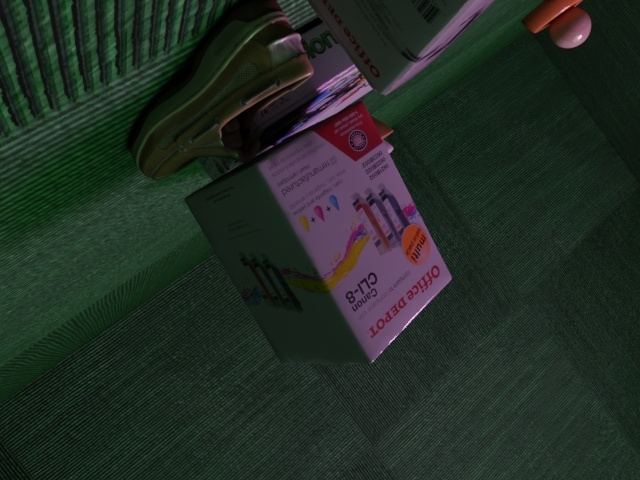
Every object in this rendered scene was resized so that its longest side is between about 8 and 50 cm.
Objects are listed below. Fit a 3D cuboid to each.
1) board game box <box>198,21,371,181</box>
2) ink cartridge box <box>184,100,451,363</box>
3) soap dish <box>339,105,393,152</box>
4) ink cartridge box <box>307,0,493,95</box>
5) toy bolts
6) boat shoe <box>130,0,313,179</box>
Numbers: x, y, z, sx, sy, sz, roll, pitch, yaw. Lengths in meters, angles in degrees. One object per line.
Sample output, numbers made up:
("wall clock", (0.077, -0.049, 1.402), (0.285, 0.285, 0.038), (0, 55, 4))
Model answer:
("board game box", (0.021, -0.174, 0.608), (0.305, 0.053, 0.193), (-37, -177, -21))
("ink cartridge box", (0.000, 0.000, 0.513), (0.128, 0.176, 0.127), (-38, -165, -35))
("soap dish", (-0.006, -0.133, 1.084), (0.229, 0.118, 0.291), (-35, -178, 27))
("ink cartridge box", (0.047, -0.154, 0.327), (0.056, 0.099, 0.135), (-38, -177, -16))
("toy bolts", (0.421, -0.416, 0.925), (0.228, 0.158, 0.218), (-35, -178, 34))
("boat shoe", (-0.076, -0.085, 0.435), (0.190, 0.072, 0.068), (-34, -177, 46))
